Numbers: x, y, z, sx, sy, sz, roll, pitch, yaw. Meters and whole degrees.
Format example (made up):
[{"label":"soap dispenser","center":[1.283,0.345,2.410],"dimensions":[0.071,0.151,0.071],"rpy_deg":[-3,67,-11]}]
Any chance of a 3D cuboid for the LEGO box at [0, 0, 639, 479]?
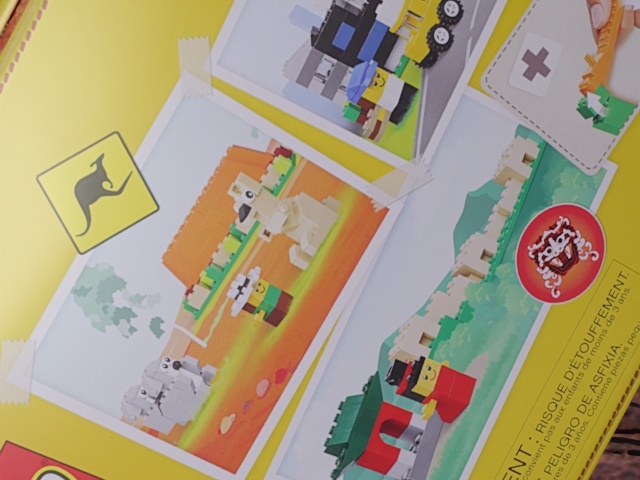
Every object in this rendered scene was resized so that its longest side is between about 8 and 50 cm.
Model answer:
[{"label":"LEGO box","center":[-0.013,-0.033,0.698],"dimensions":[0.373,0.193,0.500],"rpy_deg":[28,91,-25]}]
